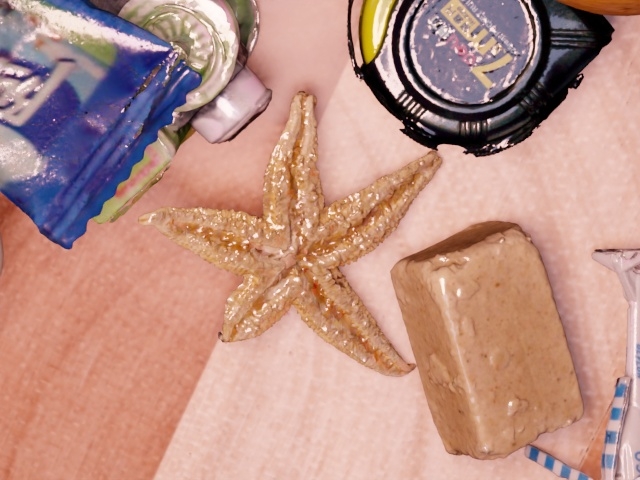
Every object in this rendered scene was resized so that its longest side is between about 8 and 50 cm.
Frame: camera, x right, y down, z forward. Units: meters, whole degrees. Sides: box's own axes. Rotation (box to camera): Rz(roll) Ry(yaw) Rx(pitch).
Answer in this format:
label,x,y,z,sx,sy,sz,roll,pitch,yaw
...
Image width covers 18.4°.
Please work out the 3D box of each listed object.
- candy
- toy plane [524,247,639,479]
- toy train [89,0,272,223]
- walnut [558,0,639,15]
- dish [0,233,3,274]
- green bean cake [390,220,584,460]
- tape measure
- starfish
label,x,y,z,sx,sy,sz,roll,pitch,yaw
candy,-0.265,-0.148,1.447,0.331,0.077,0.187,36,113,-2
toy plane,0.264,0.147,1.683,0.182,0.107,0.273,-24,73,44
toy train,-0.197,-0.163,1.554,0.249,0.173,0.307,-42,100,15
walnut,0.222,-0.256,1.451,0.203,0.298,0.203,18,122,31
dish,-0.360,-0.021,1.578,0.256,0.117,0.256,17,134,18
green bean cake,0.138,0.083,1.635,0.109,0.085,0.179,-21,103,-24
tape measure,0.112,-0.170,1.583,0.186,0.112,0.199,-44,94,1
starfish,0.003,0.001,1.623,0.295,0.048,0.231,35,88,-26
